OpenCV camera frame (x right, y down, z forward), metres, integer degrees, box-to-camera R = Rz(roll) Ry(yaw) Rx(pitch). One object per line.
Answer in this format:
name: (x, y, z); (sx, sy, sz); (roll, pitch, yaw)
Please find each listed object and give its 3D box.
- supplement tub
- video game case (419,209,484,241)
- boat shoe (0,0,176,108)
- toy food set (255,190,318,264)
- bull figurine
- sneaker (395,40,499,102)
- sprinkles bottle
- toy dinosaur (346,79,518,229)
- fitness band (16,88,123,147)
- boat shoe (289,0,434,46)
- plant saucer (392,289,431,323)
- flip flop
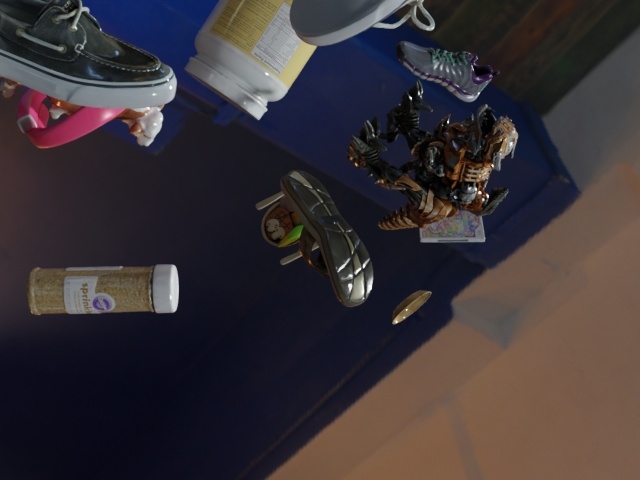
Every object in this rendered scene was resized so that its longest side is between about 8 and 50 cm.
supplement tub: (-0.131, -0.464, 1.887); (0.331, 0.241, 0.241); (-56, -149, 3)
video game case: (0.252, -0.028, 1.625); (0.087, 0.122, 0.011); (-86, 174, -50)
boat shoe: (-0.350, -0.266, 1.103); (0.121, 0.335, 0.119); (-83, -172, -58)
toy food set: (-0.079, -0.047, 1.960); (0.132, 0.038, 0.192); (-29, -121, 3)
bull figurine: (-0.408, -0.255, 1.419); (0.188, 0.310, 0.101); (2, -110, 32)
sneaker: (0.263, -0.375, 1.748); (0.098, 0.223, 0.083); (-41, -141, 40)
sprinkles bottle: (-0.536, 0.123, 2.091); (0.121, 0.355, 0.121); (179, -90, -89)
toy dinosaur: (0.156, -0.099, 1.249); (0.322, 0.218, 0.164); (-49, 174, 34)
fitness band: (-0.392, -0.244, 1.379); (0.209, 0.054, 0.291); (-28, -149, -1)
boat shoe: (0.134, -0.381, 1.187); (0.367, 0.156, 0.136); (-37, -119, 14)
plant saucer: (0.148, 0.108, 1.405); (0.083, 0.083, 0.015); (-47, -109, 24)
flip flop: (0.000, 0.000, 1.468); (0.080, 0.112, 0.277); (-44, -114, 30)
